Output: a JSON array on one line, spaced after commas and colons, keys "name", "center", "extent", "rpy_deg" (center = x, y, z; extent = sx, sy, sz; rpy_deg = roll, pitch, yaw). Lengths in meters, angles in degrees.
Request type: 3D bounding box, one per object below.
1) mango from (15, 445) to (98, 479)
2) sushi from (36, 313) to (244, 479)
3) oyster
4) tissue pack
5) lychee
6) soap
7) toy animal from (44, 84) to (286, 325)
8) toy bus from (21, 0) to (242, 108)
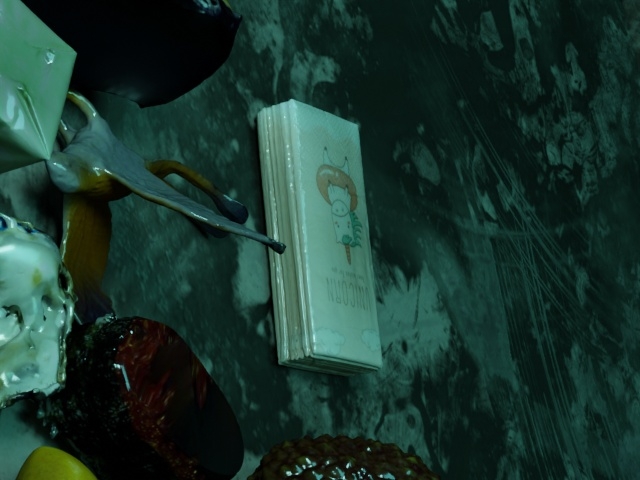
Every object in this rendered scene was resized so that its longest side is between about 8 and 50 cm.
[{"name": "mango", "center": [-0.229, 0.315, 1.751], "extent": [0.154, 0.126, 0.252], "rpy_deg": [-3, 79, -71]}, {"name": "sushi", "center": [-0.182, 0.177, 1.882], "extent": [0.225, 0.126, 0.136], "rpy_deg": [52, 36, -34]}, {"name": "oyster", "center": [-0.323, 0.059, 1.752], "extent": [0.223, 0.083, 0.214], "rpy_deg": [46, 37, -31]}, {"name": "tissue pack", "center": [0.000, 0.000, 2.317], "extent": [0.170, 0.071, 0.325], "rpy_deg": [19, 61, -57]}, {"name": "lychee", "center": [0.032, 0.329, 2.079], "extent": [0.271, 0.236, 0.236], "rpy_deg": [31, 50, -28]}, {"name": "soap", "center": [-0.354, -0.150, 1.678], "extent": [0.182, 0.199, 0.138], "rpy_deg": [43, 46, -41]}, {"name": "toy animal", "center": [-0.192, -0.072, 1.987], "extent": [0.302, 0.225, 0.284], "rpy_deg": [50, 18, -17]}, {"name": "toy bus", "center": [-0.255, -0.272, 1.883], "extent": [0.386, 0.171, 0.162], "rpy_deg": [17, 41, -51]}]
